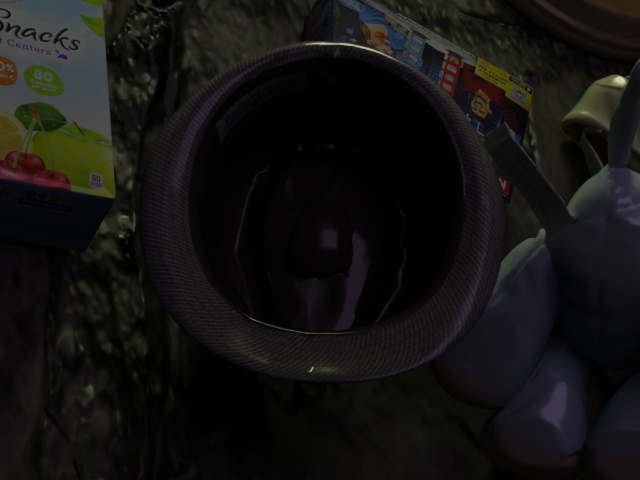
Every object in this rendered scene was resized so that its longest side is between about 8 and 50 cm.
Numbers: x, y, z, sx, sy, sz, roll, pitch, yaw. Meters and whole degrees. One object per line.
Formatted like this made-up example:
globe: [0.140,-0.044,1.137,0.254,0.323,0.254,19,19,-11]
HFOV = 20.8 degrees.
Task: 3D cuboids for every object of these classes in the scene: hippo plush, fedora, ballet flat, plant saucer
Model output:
hippo plush: [0.209,0.046,1.297,0.294,0.234,0.236,66,17,2]
fedora: [0.000,0.000,1.196,0.244,0.124,0.275,-3,60,-4]
ballet flat: [0.292,-0.029,1.475,0.086,0.086,0.248,-19,66,-41]
plant saucer: [0.255,-0.289,1.681,0.278,0.041,0.278,17,49,-20]

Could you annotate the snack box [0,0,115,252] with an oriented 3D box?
snack box: [-0.236,-0.105,1.196,0.174,0.070,0.207,10,49,-25]

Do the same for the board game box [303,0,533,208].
board game box: [0.061,-0.089,1.379,0.194,0.060,0.194,28,46,-10]
